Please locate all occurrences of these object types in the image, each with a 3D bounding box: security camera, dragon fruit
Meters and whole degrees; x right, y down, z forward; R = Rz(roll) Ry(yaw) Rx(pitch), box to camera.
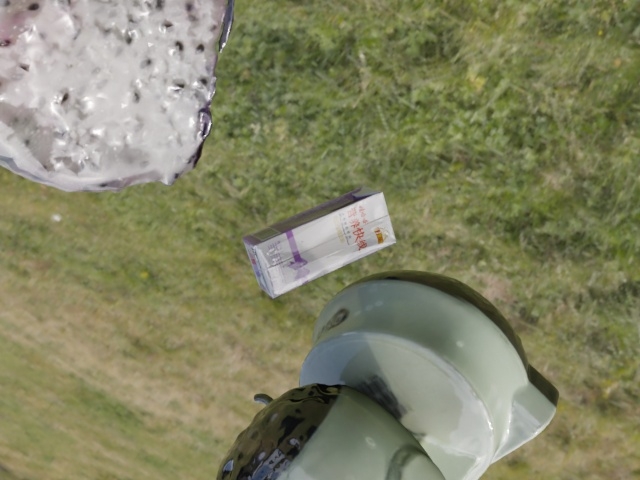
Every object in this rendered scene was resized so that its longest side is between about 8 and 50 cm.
[{"bbox_3d":[0.037,0.164,0.645,0.191,0.277,0.197,44,132,-3],"label":"security camera"},{"bbox_3d":[-0.178,-0.196,0.536,0.221,0.204,0.282,45,125,47],"label":"dragon fruit"}]

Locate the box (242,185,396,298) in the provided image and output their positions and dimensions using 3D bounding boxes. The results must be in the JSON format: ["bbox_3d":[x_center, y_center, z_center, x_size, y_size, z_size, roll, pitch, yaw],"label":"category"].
[{"bbox_3d":[0.000,0.000,0.674,0.036,0.117,0.050,27,136,62],"label":"box"}]

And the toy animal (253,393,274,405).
[{"bbox_3d":[0.070,0.180,0.863,0.270,0.137,0.082,-20,151,7],"label":"toy animal"}]
